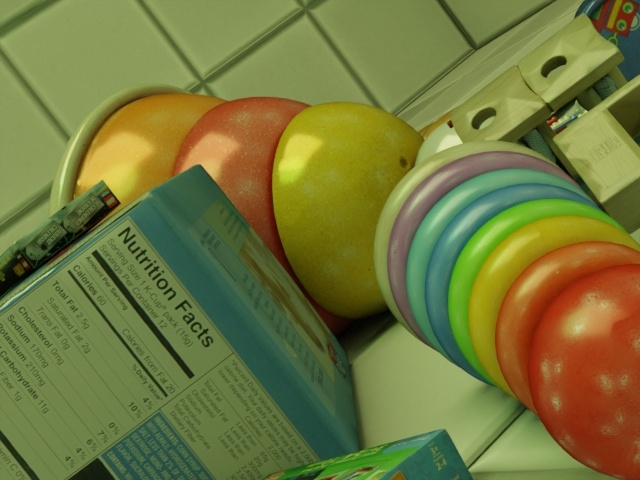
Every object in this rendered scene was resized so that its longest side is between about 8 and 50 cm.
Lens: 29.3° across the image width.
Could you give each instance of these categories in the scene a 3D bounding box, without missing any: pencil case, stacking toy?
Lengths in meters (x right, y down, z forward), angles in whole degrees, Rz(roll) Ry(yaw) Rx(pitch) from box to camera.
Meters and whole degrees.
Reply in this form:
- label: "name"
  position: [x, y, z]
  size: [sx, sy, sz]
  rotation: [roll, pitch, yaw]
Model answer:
- label: "pencil case"
  position: [0.302, -0.185, 1.149]
  size: [0.133, 0.119, 0.306]
  rotation: [5, 13, 12]
- label: "stacking toy"
  position: [0.009, -0.020, 1.193]
  size: [0.480, 0.350, 0.350]
  rotation: [-9, 22, 34]
- label: "stacking toy"
  position: [0.114, 0.034, 0.623]
  size: [0.141, 0.141, 0.330]
  rotation: [-37, 11, 3]

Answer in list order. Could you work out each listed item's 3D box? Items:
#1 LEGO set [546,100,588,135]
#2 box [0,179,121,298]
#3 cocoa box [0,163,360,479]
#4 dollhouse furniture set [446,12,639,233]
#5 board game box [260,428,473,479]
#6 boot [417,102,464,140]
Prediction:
- label: "LEGO set"
  position: [0.196, -0.080, 1.315]
  size: [0.244, 0.060, 0.182]
  rotation: [-41, 11, -32]
- label: "box"
  position: [-0.226, 0.005, 0.995]
  size: [0.094, 0.027, 0.137]
  rotation: [-42, 7, -34]
- label: "cocoa box"
  position: [-0.125, 0.101, 0.929]
  size: [0.228, 0.231, 0.347]
  rotation: [-37, 6, 4]
- label: "dollhouse furniture set"
  position: [0.198, -0.042, 0.870]
  size: [0.129, 0.129, 0.183]
  rotation: [-37, 36, 11]
- label: "board game box"
  position: [-0.042, 0.172, 0.633]
  size: [0.160, 0.039, 0.211]
  rotation: [-25, 3, 46]
- label: "boot"
  position: [0.135, -0.089, 1.617]
  size: [0.295, 0.104, 0.211]
  rotation: [-35, -3, 34]
